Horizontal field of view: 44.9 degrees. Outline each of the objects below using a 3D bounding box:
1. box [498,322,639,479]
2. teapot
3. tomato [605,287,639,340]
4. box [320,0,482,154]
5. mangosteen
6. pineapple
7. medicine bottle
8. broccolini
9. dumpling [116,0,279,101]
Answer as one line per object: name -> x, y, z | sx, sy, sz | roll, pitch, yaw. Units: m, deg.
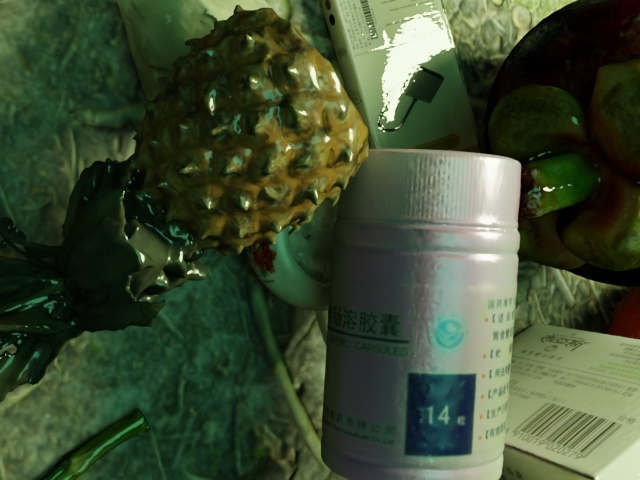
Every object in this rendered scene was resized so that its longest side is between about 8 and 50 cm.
box -> 0.243, 0.180, 0.740 | 0.194, 0.260, 0.111 | -28, 101, -23
teapot -> 0.000, 0.000, 0.715 | 0.145, 0.092, 0.227 | -13, 97, -23
tomato -> 0.478, 0.148, 0.823 | 0.293, 0.290, 0.325 | -31, 71, -30
box -> 0.082, -0.174, 0.788 | 0.129, 0.033, 0.247 | -20, 98, -25
mangosteen -> 0.283, -0.098, 0.745 | 0.300, 0.300, 0.301 | 0, 90, -26
pineapple -> -0.134, -0.005, 0.552 | 0.364, 0.165, 0.166 | -39, 107, -1
medicine bottle -> 0.081, 0.058, 0.632 | 0.152, 0.152, 0.254 | 2, 92, -26
broccolini -> -0.237, 0.225, 0.630 | 0.239, 0.051, 0.054 | -41, 90, -26
dumpling -> -0.098, -0.163, 0.658 | 0.199, 0.136, 0.118 | 55, 26, -9
